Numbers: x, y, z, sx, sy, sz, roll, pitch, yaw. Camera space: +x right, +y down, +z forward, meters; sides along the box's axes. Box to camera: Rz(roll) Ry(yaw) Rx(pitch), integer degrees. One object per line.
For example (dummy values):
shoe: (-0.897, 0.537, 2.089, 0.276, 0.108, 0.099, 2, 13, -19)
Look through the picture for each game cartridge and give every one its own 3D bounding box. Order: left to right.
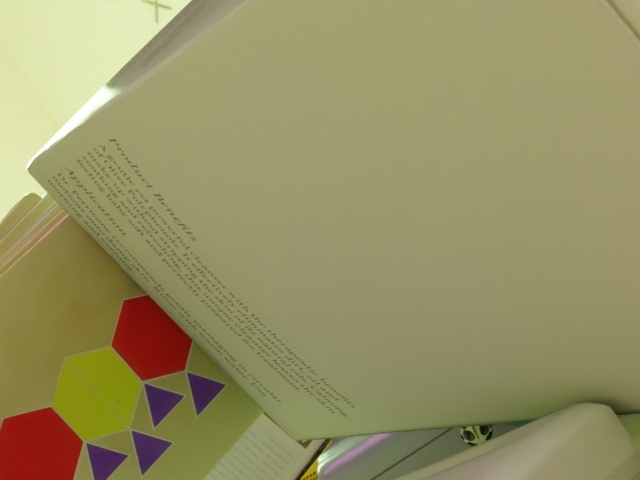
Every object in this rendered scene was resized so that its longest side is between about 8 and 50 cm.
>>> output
game cartridge: (0.107, 0.090, 0.889, 0.196, 0.060, 0.294, -30, -3, 8)

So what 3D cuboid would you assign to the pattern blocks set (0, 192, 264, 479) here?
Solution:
pattern blocks set: (-0.125, 0.084, 0.618, 0.325, 0.285, 0.026, -37, 10, -30)

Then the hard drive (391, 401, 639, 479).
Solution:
hard drive: (-0.052, 0.165, 0.449, 0.307, 0.040, 0.203, -31, -4, -31)

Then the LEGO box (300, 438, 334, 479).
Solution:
LEGO box: (0.000, 0.000, 1.278, 0.500, 0.372, 0.193, -36, -5, 33)

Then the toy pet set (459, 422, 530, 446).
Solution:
toy pet set: (0.121, 0.071, 0.666, 0.122, 0.065, 0.114, -31, -39, 5)

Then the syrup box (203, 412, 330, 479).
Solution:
syrup box: (-0.048, 0.133, 0.959, 0.237, 0.096, 0.093, -52, -8, 13)

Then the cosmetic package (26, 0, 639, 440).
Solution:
cosmetic package: (0.053, -0.044, 0.514, 0.155, 0.197, 0.365, -50, 16, -27)
